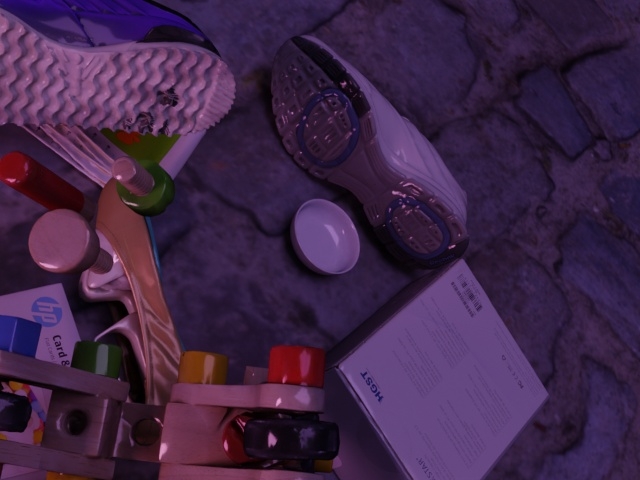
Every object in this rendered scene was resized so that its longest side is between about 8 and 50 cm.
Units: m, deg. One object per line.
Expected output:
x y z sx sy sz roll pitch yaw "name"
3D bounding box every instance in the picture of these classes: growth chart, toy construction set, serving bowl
-0.214 -0.135 0.862 0.237 0.021 0.172 35 49 -22 "growth chart"
-0.116 0.101 0.668 0.237 0.257 0.308 56 14 -76 "toy construction set"
0.000 0.000 0.966 0.083 0.027 0.083 19 57 -33 "serving bowl"

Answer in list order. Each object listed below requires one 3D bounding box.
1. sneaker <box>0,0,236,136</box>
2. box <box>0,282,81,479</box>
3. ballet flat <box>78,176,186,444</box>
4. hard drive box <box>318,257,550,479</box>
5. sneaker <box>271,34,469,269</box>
-0.226 -0.171 0.794 0.293 0.102 0.146 9 36 -24 "sneaker"
-0.257 0.121 0.684 0.186 0.038 0.145 -12 78 -44 "box"
-0.160 0.057 0.773 0.073 0.080 0.232 -14 77 -32 "ballet flat"
0.104 0.153 0.933 0.232 0.089 0.181 -34 92 -45 "hard drive box"
0.056 -0.103 1.033 0.297 0.111 0.129 51 30 -13 "sneaker"
